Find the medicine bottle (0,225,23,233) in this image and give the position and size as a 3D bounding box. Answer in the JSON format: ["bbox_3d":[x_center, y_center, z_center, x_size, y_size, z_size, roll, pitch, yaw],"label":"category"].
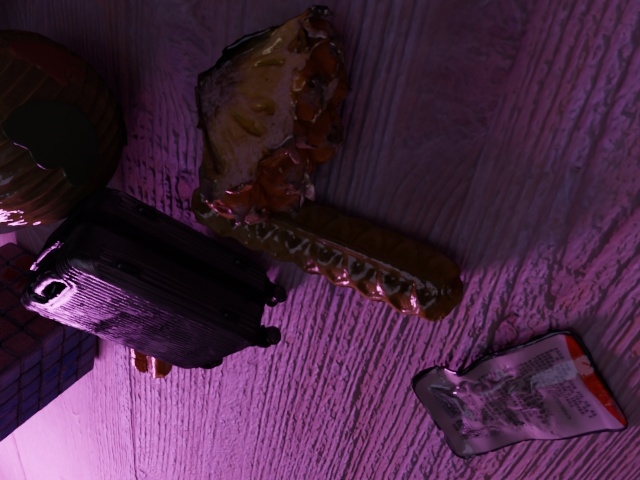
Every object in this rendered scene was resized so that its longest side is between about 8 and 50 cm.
[{"bbox_3d":[-0.545,-0.160,0.793,0.161,0.111,0.296,26,126,31],"label":"medicine bottle"}]

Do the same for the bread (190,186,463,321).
[{"bbox_3d":[0.000,0.001,0.617,0.368,0.084,0.077,22,147,16],"label":"bread"}]

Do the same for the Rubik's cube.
[{"bbox_3d":[-0.600,0.189,0.944,0.238,0.237,0.237,32,128,9],"label":"Rubik's cube"}]

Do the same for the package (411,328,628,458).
[{"bbox_3d":[0.243,0.205,0.636,0.232,0.040,0.166,-29,104,28],"label":"package"}]

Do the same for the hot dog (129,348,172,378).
[{"bbox_3d":[-0.299,0.155,0.874,0.092,0.062,0.235,26,129,13],"label":"hot dog"}]

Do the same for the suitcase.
[{"bbox_3d":[-0.220,0.070,0.680,0.312,0.128,0.202,32,136,-33],"label":"suitcase"}]

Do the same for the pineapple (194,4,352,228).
[{"bbox_3d":[-0.057,-0.135,0.537,0.186,0.114,0.236,28,97,29],"label":"pineapple"}]

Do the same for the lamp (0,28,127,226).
[{"bbox_3d":[-0.372,-0.122,0.648,0.250,0.250,0.284,6,147,25],"label":"lamp"}]
